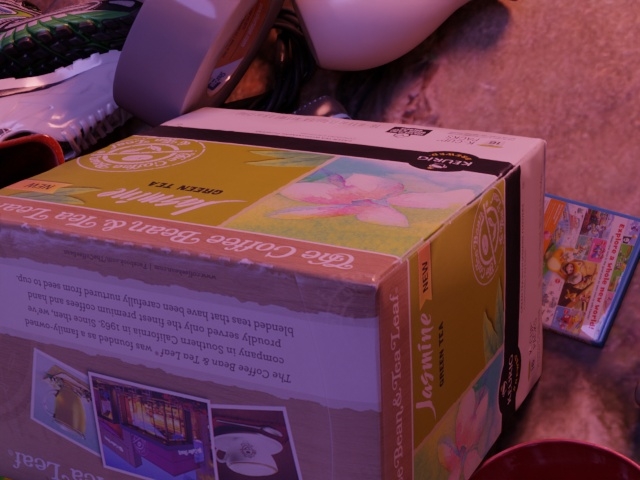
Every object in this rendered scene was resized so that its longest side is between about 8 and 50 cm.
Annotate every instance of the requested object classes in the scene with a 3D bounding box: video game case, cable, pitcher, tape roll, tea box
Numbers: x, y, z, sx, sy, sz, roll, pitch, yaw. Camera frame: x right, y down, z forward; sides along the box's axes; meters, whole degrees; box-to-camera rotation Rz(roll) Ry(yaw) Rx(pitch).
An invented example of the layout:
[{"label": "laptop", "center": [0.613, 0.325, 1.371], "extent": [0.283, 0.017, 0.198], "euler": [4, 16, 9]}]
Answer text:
[{"label": "video game case", "center": [0.191, 0.015, 0.929], "extent": [0.166, 0.015, 0.119], "euler": [18, 73, 30]}, {"label": "cable", "center": [-0.089, -0.175, 1.134], "extent": [0.150, 0.047, 0.184], "euler": [30, 79, 27]}, {"label": "pitcher", "center": [0.071, -0.268, 1.068], "extent": [0.207, 0.125, 0.178], "euler": [-23, 46, -1]}, {"label": "tape roll", "center": [-0.106, -0.202, 0.995], "extent": [0.072, 0.219, 0.219], "euler": [33, 80, 2]}, {"label": "tea box", "center": [-0.033, 0.048, 0.799], "extent": [0.329, 0.220, 0.323], "euler": [8, 24, 26]}]

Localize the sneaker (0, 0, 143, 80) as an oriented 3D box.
[{"label": "sneaker", "center": [-0.344, -0.235, 1.217], "extent": [0.343, 0.134, 0.146], "euler": [-5, 63, 22]}]

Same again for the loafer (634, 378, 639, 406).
[{"label": "loafer", "center": [0.308, 0.081, 0.824], "extent": [0.050, 0.056, 0.148], "euler": [38, 94, 32]}]

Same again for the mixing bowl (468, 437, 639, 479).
[{"label": "mixing bowl", "center": [0.183, 0.245, 0.767], "extent": [0.181, 0.098, 0.181], "euler": [-10, 62, 20]}]

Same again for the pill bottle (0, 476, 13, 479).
[{"label": "pill bottle", "center": [-0.227, 0.249, 0.922], "extent": [0.245, 0.136, 0.136], "euler": [-5, 64, 22]}]

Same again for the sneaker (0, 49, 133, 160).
[{"label": "sneaker", "center": [-0.262, -0.133, 1.131], "extent": [0.235, 0.090, 0.095], "euler": [-21, 55, -18]}]

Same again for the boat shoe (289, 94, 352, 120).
[{"label": "boat shoe", "center": [-0.092, -0.071, 1.039], "extent": [0.258, 0.109, 0.089], "euler": [-33, 67, 3]}]

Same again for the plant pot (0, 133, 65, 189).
[{"label": "plant pot", "center": [-0.354, 0.054, 0.961], "extent": [0.267, 0.267, 0.236], "euler": [-15, 13, -18]}]
